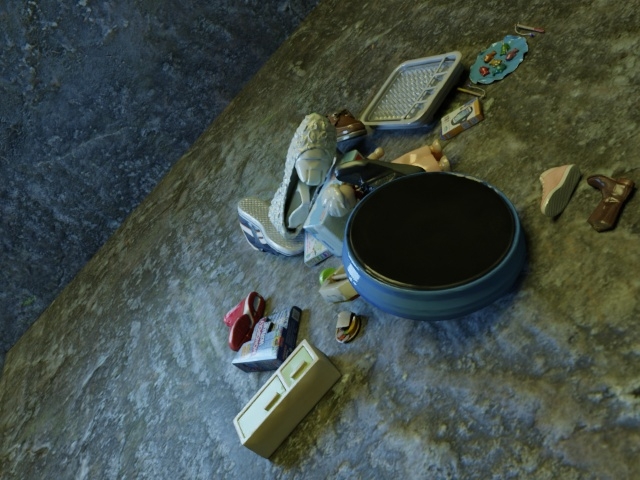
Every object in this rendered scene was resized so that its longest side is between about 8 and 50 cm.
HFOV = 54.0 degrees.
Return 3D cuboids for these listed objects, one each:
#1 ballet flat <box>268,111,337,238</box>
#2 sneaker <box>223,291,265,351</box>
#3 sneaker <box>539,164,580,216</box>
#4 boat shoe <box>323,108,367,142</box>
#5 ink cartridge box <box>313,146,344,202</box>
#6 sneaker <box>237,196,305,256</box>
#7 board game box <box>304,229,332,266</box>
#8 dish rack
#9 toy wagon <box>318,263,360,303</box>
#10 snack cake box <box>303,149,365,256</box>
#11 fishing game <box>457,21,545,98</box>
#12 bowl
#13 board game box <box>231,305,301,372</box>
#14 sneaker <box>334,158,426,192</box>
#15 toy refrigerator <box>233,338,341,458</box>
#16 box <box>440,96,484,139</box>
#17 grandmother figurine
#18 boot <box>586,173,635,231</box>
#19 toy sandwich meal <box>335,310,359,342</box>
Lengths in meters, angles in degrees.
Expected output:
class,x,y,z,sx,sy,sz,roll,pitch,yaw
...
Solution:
class,x,y,z,sx,sy,sz,roll,pitch,yaw
ballet flat,-0.041,-0.168,1.834,0.147,0.146,0.409,-91,18,-50
sneaker,-0.243,0.264,1.886,0.128,0.087,0.221,-38,18,36
sneaker,0.490,-0.105,1.332,0.134,0.051,0.070,-54,28,-15
boat shoe,0.063,-0.383,2.096,0.110,0.105,0.307,-15,10,-17
ink cartridge box,0.004,-0.221,2.104,0.175,0.072,0.127,-37,32,21
sneaker,-0.152,-0.019,2.048,0.126,0.128,0.321,-25,45,-27
board game box,0.000,0.000,1.889,0.103,0.026,0.154,-30,34,21
dish rack,0.295,-0.456,1.987,0.286,0.072,0.332,-56,30,-11
toy wagon,0.149,0.029,1.545,0.344,0.068,0.267,-39,8,-25
snack cake box,0.074,-0.104,1.791,0.089,0.152,0.264,-9,48,50
fishing game,0.508,-0.529,1.815,0.264,0.041,0.189,-46,32,6
bowl,0.235,-0.006,1.341,0.390,0.077,0.391,-8,44,8
board game box,-0.153,0.284,1.740,0.194,0.060,0.194,-27,36,33
sneaker,0.142,-0.127,1.550,0.087,0.227,0.130,95,-176,-74
toy refrigerator,-0.085,0.376,1.504,0.269,0.094,0.102,-48,29,1
box,0.390,-0.338,1.763,0.136,0.028,0.081,-28,36,31
grandmother figurine,0.166,-0.147,1.647,0.342,0.104,0.208,-19,49,3
boot,0.547,-0.073,1.235,0.114,0.037,0.106,-59,28,-8
toy sandwich meal,0.063,0.213,1.560,0.085,0.029,0.086,-34,32,25
